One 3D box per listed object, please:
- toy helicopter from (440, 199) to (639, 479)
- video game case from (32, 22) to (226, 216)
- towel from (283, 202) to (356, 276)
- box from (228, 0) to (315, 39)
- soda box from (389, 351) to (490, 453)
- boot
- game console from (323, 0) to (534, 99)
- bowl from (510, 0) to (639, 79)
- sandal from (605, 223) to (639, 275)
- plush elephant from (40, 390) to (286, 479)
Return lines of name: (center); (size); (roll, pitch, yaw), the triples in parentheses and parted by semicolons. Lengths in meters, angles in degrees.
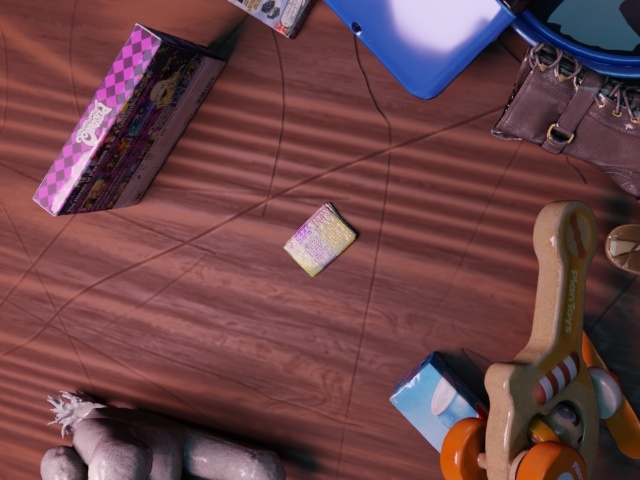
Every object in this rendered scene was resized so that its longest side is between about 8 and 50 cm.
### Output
toy helicopter: (0.276, 0.133, 0.946); (0.140, 0.235, 0.354); (5, 89, 54)
video game case: (-0.219, -0.137, 1.006); (0.042, 0.210, 0.232); (36, 103, 7)
towel: (0.000, 0.000, 1.075); (0.060, 0.009, 0.083); (46, 104, 4)
box: (-0.040, -0.331, 1.038); (0.094, 0.027, 0.137); (34, 102, 9)
soda box: (0.184, 0.239, 1.030); (0.210, 0.067, 0.071); (46, 103, 4)
boot: (0.317, -0.144, 0.886); (0.229, 0.091, 0.263); (30, 145, 1)
game console: (0.124, -0.353, 0.916); (0.250, 0.173, 0.293); (-43, 90, -18)
bowl: (0.357, -0.370, 0.921); (0.392, 0.077, 0.390); (1, 96, 13)
sandal: (0.403, 0.027, 0.963); (0.180, 0.049, 0.072); (19, 86, -6)
plush elephant: (-0.262, 0.347, 1.048); (0.330, 0.272, 0.255); (9, 84, 40)
